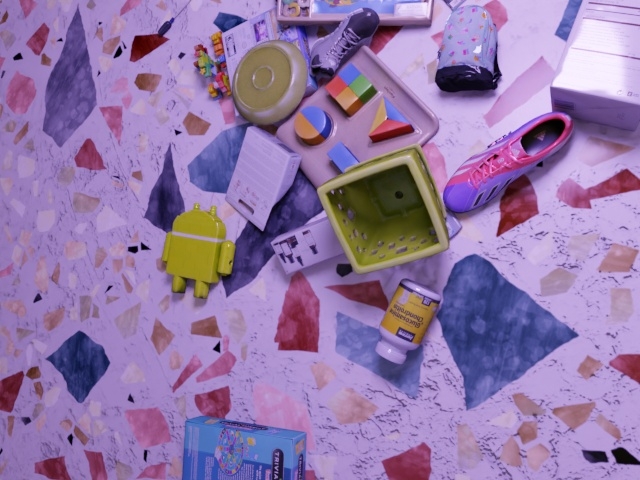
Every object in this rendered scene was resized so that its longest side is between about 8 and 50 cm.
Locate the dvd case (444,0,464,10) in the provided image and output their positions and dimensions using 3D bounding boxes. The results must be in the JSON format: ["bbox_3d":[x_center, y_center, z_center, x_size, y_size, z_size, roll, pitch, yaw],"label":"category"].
[{"bbox_3d":[0.330,-0.642,1.312,0.087,0.013,0.119,-39,69,16],"label":"dvd case"}]

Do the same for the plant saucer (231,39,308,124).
[{"bbox_3d":[-0.149,-0.436,1.432,0.241,0.037,0.240,-3,84,25],"label":"plant saucer"}]

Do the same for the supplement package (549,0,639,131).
[{"bbox_3d":[0.604,-0.400,1.065,0.175,0.177,0.292,22,93,26],"label":"supplement package"}]

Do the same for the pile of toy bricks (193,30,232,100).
[{"bbox_3d":[-0.330,-0.522,1.555,0.118,0.105,0.212,-17,77,23],"label":"pile of toy bricks"}]

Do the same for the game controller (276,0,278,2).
[{"bbox_3d":[0.014,-0.753,1.456,0.319,0.067,0.166,-1,69,25],"label":"game controller"}]

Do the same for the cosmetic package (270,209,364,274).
[{"bbox_3d":[0.000,0.000,1.348,0.239,0.060,0.098,-22,103,22],"label":"cosmetic package"}]

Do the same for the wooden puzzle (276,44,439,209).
[{"bbox_3d":[0.074,-0.288,1.354,0.348,0.080,0.322,-44,69,15],"label":"wooden puzzle"}]

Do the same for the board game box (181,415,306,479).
[{"bbox_3d":[-0.205,0.615,1.381,0.336,0.079,0.253,0,84,25],"label":"board game box"}]

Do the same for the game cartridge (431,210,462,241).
[{"bbox_3d":[0.292,-0.027,1.258,0.083,0.017,0.056,-35,75,18],"label":"game cartridge"}]

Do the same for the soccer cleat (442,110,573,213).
[{"bbox_3d":[0.403,-0.173,1.160,0.318,0.116,0.108,-35,82,17],"label":"soccer cleat"}]

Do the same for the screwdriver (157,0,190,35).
[{"bbox_3d":[-0.461,-0.723,1.685,0.170,0.025,0.024,-44,69,15],"label":"screwdriver"}]

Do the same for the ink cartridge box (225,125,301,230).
[{"bbox_3d":[-0.163,-0.174,1.468,0.189,0.066,0.232,38,123,31],"label":"ink cartridge box"}]

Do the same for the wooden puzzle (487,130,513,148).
[{"bbox_3d":[0.422,-0.213,1.223,0.083,0.006,0.049,-33,72,18],"label":"wooden puzzle"}]

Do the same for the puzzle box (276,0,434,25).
[{"bbox_3d":[0.093,-0.694,1.343,0.409,0.052,0.271,6,98,15],"label":"puzzle box"}]

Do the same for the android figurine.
[{"bbox_3d":[-0.359,0.026,1.534,0.248,0.056,0.272,7,87,26],"label":"android figurine"}]

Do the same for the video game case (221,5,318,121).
[{"bbox_3d":[-0.147,-0.506,1.492,0.244,0.061,0.269,-16,78,24],"label":"video game case"}]

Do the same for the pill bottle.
[{"bbox_3d":[0.199,0.189,1.228,0.103,0.103,0.184,26,95,25],"label":"pill bottle"}]

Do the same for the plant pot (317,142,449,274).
[{"bbox_3d":[0.158,-0.085,1.193,0.227,0.207,0.228,-18,107,25],"label":"plant pot"}]

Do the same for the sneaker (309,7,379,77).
[{"bbox_3d":[0.055,-0.482,1.343,0.229,0.086,0.132,-21,47,45],"label":"sneaker"}]

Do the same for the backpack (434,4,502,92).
[{"bbox_3d":[0.347,-0.447,1.226,0.152,0.115,0.181,9,85,28],"label":"backpack"}]
